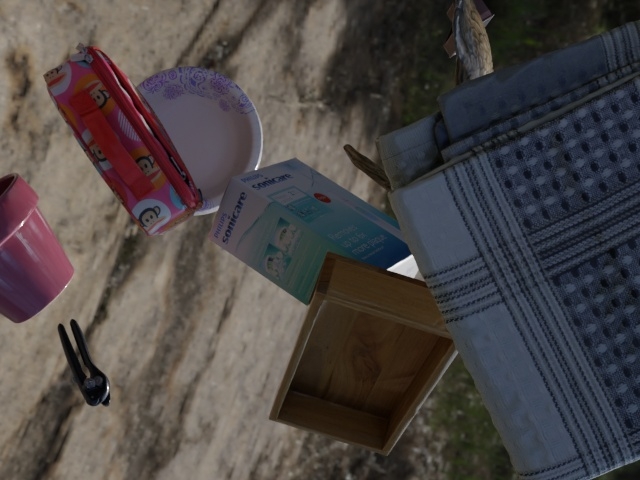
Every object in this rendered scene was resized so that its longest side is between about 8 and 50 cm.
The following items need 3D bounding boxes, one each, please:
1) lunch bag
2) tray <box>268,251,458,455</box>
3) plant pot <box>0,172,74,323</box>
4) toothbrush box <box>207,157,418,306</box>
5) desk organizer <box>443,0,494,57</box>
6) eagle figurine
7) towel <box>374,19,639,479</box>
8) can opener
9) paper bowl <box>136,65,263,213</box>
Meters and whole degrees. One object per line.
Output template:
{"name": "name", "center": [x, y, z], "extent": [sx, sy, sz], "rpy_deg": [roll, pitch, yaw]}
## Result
{"name": "lunch bag", "center": [-0.296, -0.145, 1.476], "extent": [0.120, 0.293, 0.258], "rpy_deg": [-34, -177, -1]}
{"name": "tray", "center": [0.059, 0.178, 1.433], "extent": [0.411, 0.202, 0.076], "rpy_deg": [110, -3, -56]}
{"name": "plant pot", "center": [-0.496, 0.024, 1.555], "extent": [0.180, 0.201, 0.201], "rpy_deg": [52, 48, -22]}
{"name": "toothbrush box", "center": [0.000, 0.000, 1.625], "extent": [0.216, 0.295, 0.126], "rpy_deg": [-24, 142, -58]}
{"name": "desk organizer", "center": [0.225, -0.342, 1.559], "extent": [0.047, 0.050, 0.130], "rpy_deg": [-33, 176, -11]}
{"name": "eagle figurine", "center": [0.174, -0.114, 1.073], "extent": [0.298, 0.226, 0.225], "rpy_deg": [-57, -166, 41]}
{"name": "towel", "center": [0.235, 0.000, 0.766], "extent": [0.056, 0.312, 0.324], "rpy_deg": [90, -24, -89]}
{"name": "can opener", "center": [-0.452, 0.233, 1.864], "extent": [0.059, 0.186, 0.073], "rpy_deg": [-23, 161, -28]}
{"name": "paper bowl", "center": [-0.256, -0.189, 1.942], "extent": [0.148, 0.284, 0.284], "rpy_deg": [148, -41, -83]}
